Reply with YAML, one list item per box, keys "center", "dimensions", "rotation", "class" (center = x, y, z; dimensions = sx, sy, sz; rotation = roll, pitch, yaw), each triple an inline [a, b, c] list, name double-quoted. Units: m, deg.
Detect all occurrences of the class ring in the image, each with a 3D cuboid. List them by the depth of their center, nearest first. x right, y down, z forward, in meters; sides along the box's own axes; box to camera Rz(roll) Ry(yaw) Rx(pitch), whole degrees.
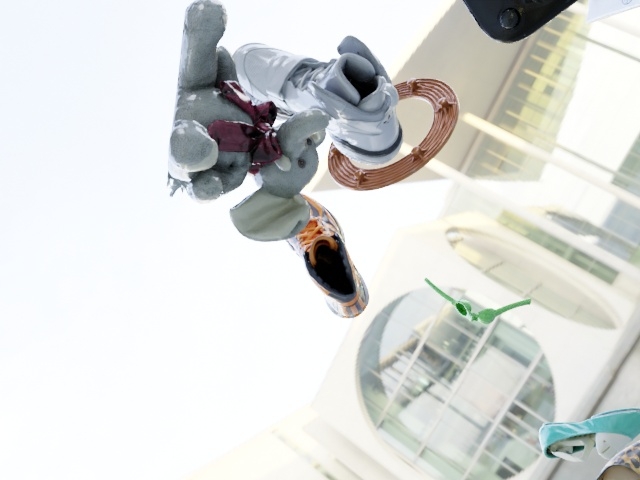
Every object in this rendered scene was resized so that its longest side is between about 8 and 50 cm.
- center: [0.154, -0.250, 1.535]
  dimensions: [0.336, 0.336, 0.032]
  rotation: [-52, -52, -12]
  class: "ring"

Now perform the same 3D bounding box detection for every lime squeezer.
- center: [0.442, 0.180, 1.947]
  dimensions: [0.059, 0.310, 0.110]
  rotation: [71, -148, -66]
  class: "lime squeezer"

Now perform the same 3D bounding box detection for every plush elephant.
- center: [-0.102, -0.152, 1.053]
  dimensions: [0.330, 0.255, 0.271]
  rotation: [119, 154, -59]
  class: "plush elephant"

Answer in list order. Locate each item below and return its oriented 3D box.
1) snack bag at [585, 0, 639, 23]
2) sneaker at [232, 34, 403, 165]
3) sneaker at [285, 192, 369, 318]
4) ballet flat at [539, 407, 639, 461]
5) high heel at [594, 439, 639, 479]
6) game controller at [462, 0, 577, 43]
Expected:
- center: [0.592, -0.588, 1.203]
  dimensions: [0.323, 0.037, 0.342]
  rotation: [-155, 70, -75]
  class: "snack bag"
- center: [-0.010, -0.285, 1.190]
  dimensions: [0.137, 0.366, 0.210]
  rotation: [-54, -13, -15]
  class: "sneaker"
- center: [0.000, 0.000, 1.392]
  dimensions: [0.125, 0.321, 0.180]
  rotation: [-32, -24, -4]
  class: "sneaker"
- center: [0.554, 0.404, 1.374]
  dimensions: [0.247, 0.083, 0.087]
  rotation: [-30, 37, 46]
  class: "ballet flat"
- center: [0.443, 0.392, 1.036]
  dimensions: [0.261, 0.093, 0.186]
  rotation: [-54, -44, -9]
  class: "high heel"
- center: [0.191, -0.393, 0.777]
  dimensions: [0.067, 0.319, 0.166]
  rotation: [-29, -4, -42]
  class: "game controller"
